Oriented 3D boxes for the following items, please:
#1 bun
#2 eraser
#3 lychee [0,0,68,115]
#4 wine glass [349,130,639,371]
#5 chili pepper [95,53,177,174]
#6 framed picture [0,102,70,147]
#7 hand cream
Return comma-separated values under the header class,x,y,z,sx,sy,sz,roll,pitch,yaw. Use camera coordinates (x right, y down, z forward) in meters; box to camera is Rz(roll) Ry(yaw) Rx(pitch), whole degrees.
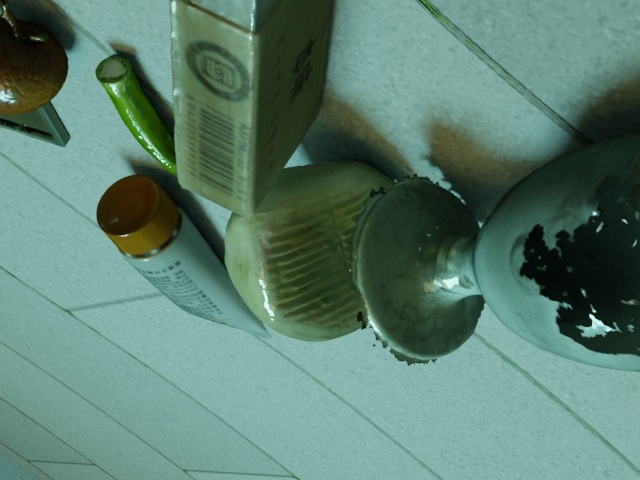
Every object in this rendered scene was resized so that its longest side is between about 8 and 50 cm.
class,x,y,z,sx,sy,sz,roll,pitch,yaw
bun,0.000,0.000,1.198,0.128,0.193,0.178,34,144,60
eraser,-0.051,-0.161,0.974,0.078,0.144,0.343,27,154,9
lychee,-0.317,-0.187,1.239,0.114,0.101,0.140,35,161,11
wine glass,0.194,0.014,0.993,0.190,0.190,0.357,44,153,-26
chili pepper,-0.172,-0.116,1.287,0.201,0.050,0.052,51,-177,-39
framed picture,-0.441,-0.208,1.420,0.281,0.019,0.209,18,151,23
hand cream,-0.166,0.041,1.508,0.140,0.089,0.314,17,155,27
